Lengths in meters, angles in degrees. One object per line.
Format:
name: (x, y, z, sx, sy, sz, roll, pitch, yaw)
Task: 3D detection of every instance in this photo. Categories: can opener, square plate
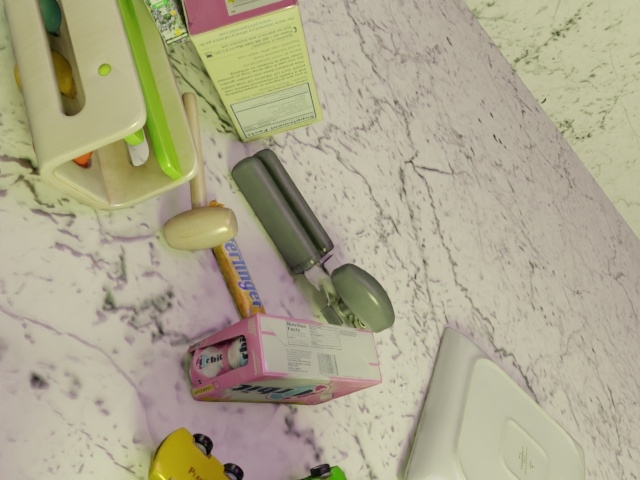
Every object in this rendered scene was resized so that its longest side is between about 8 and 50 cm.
can opener: (0.000, 0.000, 0.779, 0.283, 0.095, 0.076, 57, 35, -6)
square plate: (0.294, 0.336, 0.905, 0.344, 0.049, 0.347, 43, 36, -6)

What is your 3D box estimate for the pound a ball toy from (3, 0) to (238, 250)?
pound a ball toy: (-0.214, -0.144, 0.609, 0.208, 0.136, 0.319, 52, 18, -72)

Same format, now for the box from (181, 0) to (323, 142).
box: (-0.089, -0.278, 0.739, 0.243, 0.118, 0.213, 72, 3, -71)

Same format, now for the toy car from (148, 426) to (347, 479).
toy car: (-0.052, 0.277, 0.564, 0.225, 0.053, 0.238, -4, 71, -53)

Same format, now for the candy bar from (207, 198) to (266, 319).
candy bar: (-0.103, 0.026, 0.701, 0.040, 0.018, 0.161, -13, 78, -54)

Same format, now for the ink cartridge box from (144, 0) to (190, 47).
ink cartridge box: (-0.172, -0.266, 0.628, 0.062, 0.029, 0.115, -103, 170, -61)

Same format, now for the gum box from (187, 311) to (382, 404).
gum box: (-0.037, 0.131, 0.634, 0.188, 0.107, 0.062, 18, 54, -45)
